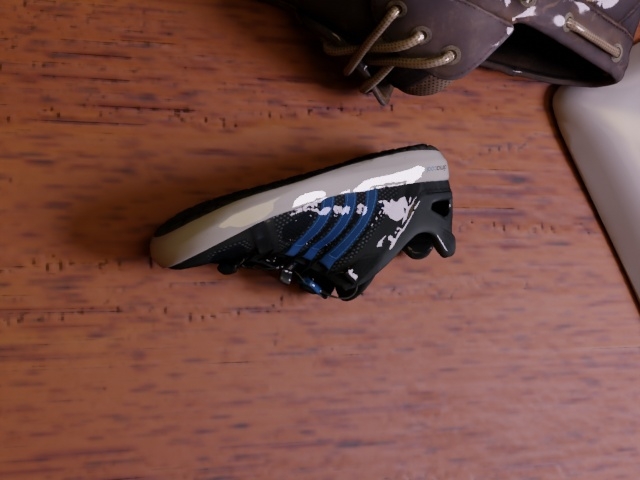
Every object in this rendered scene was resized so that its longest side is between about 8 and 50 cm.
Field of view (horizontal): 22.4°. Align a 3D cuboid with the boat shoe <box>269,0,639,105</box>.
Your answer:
[{"bbox_3d":[0.063,-0.152,0.963,0.355,0.132,0.130,0,83,-29],"label":"boat shoe"}]

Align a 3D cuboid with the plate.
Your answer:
[{"bbox_3d":[0.320,-0.037,1.149,0.278,0.045,0.277,-30,100,-29],"label":"plate"}]

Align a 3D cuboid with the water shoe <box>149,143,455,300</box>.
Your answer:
[{"bbox_3d":[0.000,0.000,0.940,0.203,0.073,0.080,-17,95,-30],"label":"water shoe"}]
